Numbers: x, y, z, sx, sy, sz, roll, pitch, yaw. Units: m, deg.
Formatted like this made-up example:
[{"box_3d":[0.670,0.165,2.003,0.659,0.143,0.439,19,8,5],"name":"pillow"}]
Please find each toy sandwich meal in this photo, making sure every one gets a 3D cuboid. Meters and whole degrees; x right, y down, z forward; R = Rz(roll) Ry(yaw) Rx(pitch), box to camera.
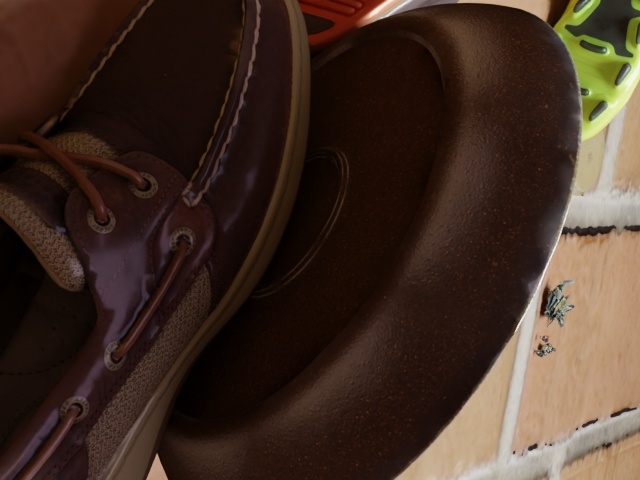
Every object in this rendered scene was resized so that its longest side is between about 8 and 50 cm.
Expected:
[{"box_3d":[0.247,-0.082,1.354,0.085,0.029,0.085,-24,120,-50],"name":"toy sandwich meal"}]

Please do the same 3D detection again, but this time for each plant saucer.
[{"box_3d":[0.000,0.000,0.716,0.050,0.311,0.310,33,69,-26],"name":"plant saucer"}]

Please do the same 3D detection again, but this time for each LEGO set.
[{"box_3d":[0.228,0.074,1.394,0.054,0.023,0.083,21,96,-59],"name":"LEGO set"}]

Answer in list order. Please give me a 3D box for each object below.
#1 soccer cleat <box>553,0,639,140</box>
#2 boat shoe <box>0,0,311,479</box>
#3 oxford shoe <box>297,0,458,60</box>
[{"box_3d":[0.273,-0.220,1.279,0.121,0.093,0.289,28,77,-67],"name":"soccer cleat"},{"box_3d":[-0.111,0.003,0.660,0.342,0.123,0.123,-65,151,-10],"name":"boat shoe"},{"box_3d":[0.051,-0.166,0.905,0.271,0.097,0.098,-45,147,-41],"name":"oxford shoe"}]
